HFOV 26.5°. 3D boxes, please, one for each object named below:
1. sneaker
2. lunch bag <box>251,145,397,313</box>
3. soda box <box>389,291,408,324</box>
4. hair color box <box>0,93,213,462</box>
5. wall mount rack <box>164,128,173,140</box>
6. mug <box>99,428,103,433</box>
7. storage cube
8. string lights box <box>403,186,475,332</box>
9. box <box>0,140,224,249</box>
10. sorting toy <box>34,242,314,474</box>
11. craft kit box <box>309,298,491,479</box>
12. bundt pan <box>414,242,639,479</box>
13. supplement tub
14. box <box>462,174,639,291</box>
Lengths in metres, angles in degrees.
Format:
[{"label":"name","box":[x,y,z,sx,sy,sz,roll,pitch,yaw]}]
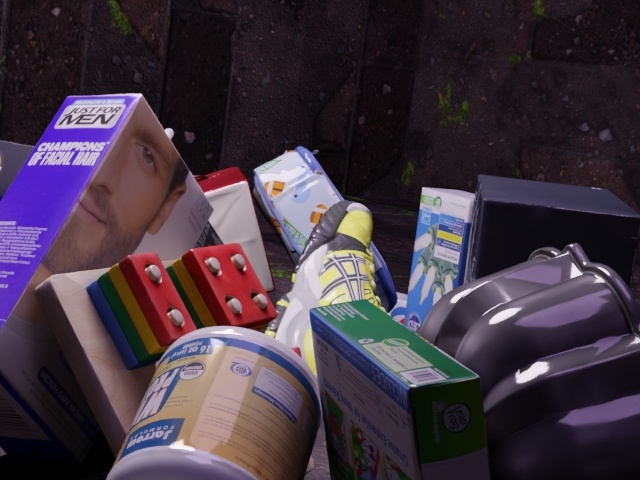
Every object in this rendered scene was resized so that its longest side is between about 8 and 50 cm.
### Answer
[{"label":"sneaker","box":[0.022,0.093,1.810,0.147,0.145,0.384,19,41,3]},{"label":"lunch bag","box":[0.000,0.000,2.086,0.115,0.303,0.243,-29,-7,-6]},{"label":"soda box","box":[0.123,0.123,2.199,0.216,0.069,0.074,14,9,35]},{"label":"hair color box","box":[-0.248,0.032,1.377,0.110,0.338,0.185,0,-40,29]},{"label":"wall mount rack","box":[-0.388,-0.056,2.206,0.304,0.130,0.350,-18,-7,-36]},{"label":"mug","box":[-0.201,0.165,1.474,0.158,0.097,0.129,10,9,25]},{"label":"storage cube","box":[-0.186,0.002,2.186,0.184,0.215,0.193,-14,10,-5]},{"label":"string lights box","box":[0.198,0.059,2.021,0.077,0.259,0.133,4,8,-28]},{"label":"box","box":[-0.290,0.006,1.894,0.318,0.097,0.395,9,-24,19]},{"label":"sorting toy","box":[-0.109,0.122,1.305,0.089,0.255,0.257,-35,-13,26]},{"label":"craft kit box","box":[0.061,0.188,0.997,0.061,0.246,0.250,-7,12,-14]},{"label":"bundt pan","box":[0.150,0.172,0.998,0.124,0.330,0.331,-9,12,-13]},{"label":"supplement tub","box":[-0.086,0.179,1.066,0.144,0.144,0.199,9,39,9]},{"label":"box","box":[0.258,0.093,1.638,0.179,0.312,0.343,8,7,4]}]
